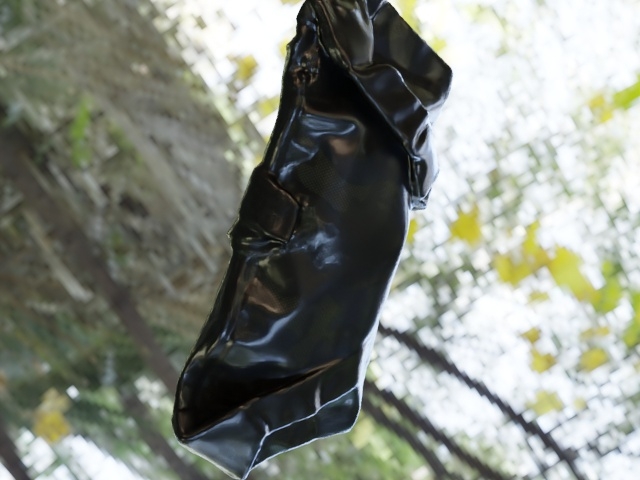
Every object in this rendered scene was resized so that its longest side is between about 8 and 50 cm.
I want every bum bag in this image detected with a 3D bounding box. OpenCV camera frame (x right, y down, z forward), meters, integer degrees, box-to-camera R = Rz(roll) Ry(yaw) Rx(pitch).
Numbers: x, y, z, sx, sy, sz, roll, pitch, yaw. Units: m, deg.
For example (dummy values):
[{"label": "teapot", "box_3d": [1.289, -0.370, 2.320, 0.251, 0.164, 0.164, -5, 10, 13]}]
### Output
[{"label": "bum bag", "box_3d": [0.000, 0.000, 1.173, 0.074, 0.137, 0.310, 29, -76, 51]}]
